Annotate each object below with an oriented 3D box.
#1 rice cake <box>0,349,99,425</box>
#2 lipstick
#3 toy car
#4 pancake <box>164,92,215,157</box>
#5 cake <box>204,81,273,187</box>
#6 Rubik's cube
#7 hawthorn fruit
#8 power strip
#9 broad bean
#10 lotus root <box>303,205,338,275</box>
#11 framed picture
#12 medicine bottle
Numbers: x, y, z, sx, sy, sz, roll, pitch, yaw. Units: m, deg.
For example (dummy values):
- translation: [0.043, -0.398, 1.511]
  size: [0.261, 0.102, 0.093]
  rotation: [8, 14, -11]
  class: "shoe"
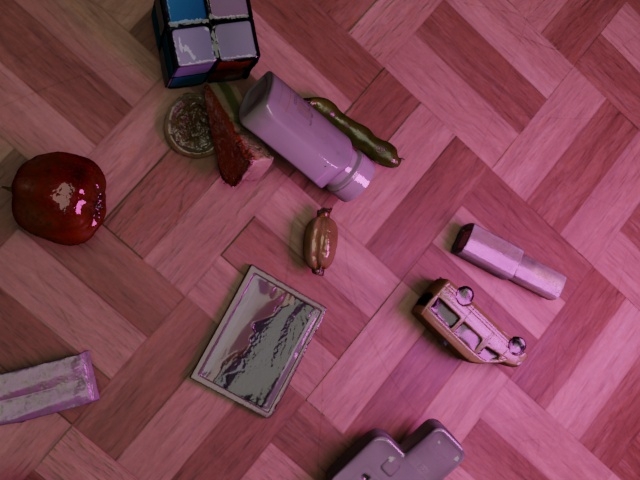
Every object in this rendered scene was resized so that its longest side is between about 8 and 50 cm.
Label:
- translation: [-0.581, 0.295, 1.720]
  size: [0.298, 0.050, 0.106]
  rotation: [-12, 88, -16]
  class: "rice cake"
- translation: [0.418, 0.052, 1.986]
  size: [0.253, 0.079, 0.077]
  rotation: [28, 80, -10]
  class: "lipstick"
- translation: [0.321, 0.198, 1.939]
  size: [0.256, 0.101, 0.124]
  rotation: [44, 81, -6]
  class: "toy car"
- translation: [-0.256, -0.237, 1.863]
  size: [0.139, 0.022, 0.139]
  rotation: [1, 86, -15]
  class: "pancake"
- translation: [-0.182, -0.208, 1.857]
  size: [0.086, 0.117, 0.220]
  rotation: [-9, 57, -40]
  class: "cake"
- translation: [-0.232, -0.411, 1.803]
  size: [0.180, 0.183, 0.167]
  rotation: [-10, 87, -14]
  class: "Rubik's cube"
- translation: [-0.512, -0.081, 1.713]
  size: [0.200, 0.179, 0.179]
  rotation: [5, 84, 2]
  class: "hawthorn fruit"
- translation: [0.172, 0.485, 1.879]
  size: [0.261, 0.141, 0.229]
  rotation: [-44, 96, 0]
  class: "power strip"
- translation: [0.069, -0.236, 1.935]
  size: [0.256, 0.053, 0.052]
  rotation: [35, 107, -9]
  class: "broad bean"
- translation: [0.000, 0.000, 1.891]
  size: [0.073, 0.062, 0.150]
  rotation: [6, 82, 9]
  class: "lotus root"
- translation: [-0.124, 0.209, 1.864]
  size: [0.192, 0.018, 0.265]
  rotation: [30, 79, -12]
  class: "framed picture"
- translation: [-0.026, -0.205, 1.840]
  size: [0.296, 0.161, 0.111]
  rotation: [36, 121, -26]
  class: "medicine bottle"
